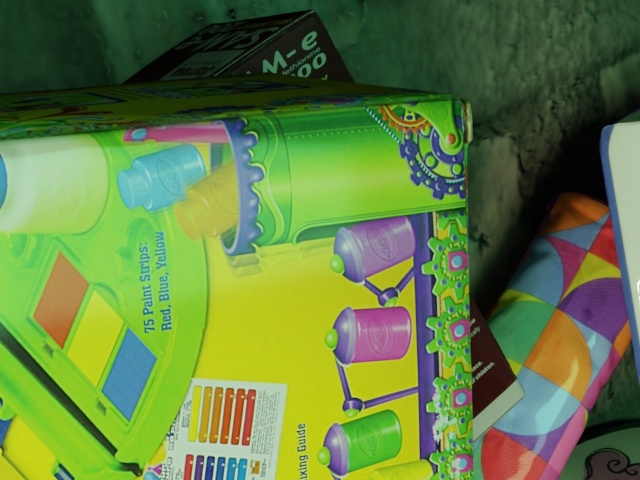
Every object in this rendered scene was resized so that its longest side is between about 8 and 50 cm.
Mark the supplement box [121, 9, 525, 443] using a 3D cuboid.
[{"bbox_3d":[0.000,0.000,0.619,0.073,0.130,0.239,-38,112,-19],"label":"supplement box"}]

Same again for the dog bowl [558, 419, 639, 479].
[{"bbox_3d":[0.246,0.336,0.775,0.408,0.150,0.408,-3,96,-29],"label":"dog bowl"}]

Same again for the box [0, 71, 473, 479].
[{"bbox_3d":[-0.105,0.095,0.421,0.279,0.177,0.290,-7,103,-23],"label":"box"}]

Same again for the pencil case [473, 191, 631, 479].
[{"bbox_3d":[0.129,0.085,0.720,0.104,0.104,0.236,40,78,-26],"label":"pencil case"}]

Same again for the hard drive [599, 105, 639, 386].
[{"bbox_3d":[0.275,-0.010,0.746,0.318,0.040,0.210,-27,109,-49],"label":"hard drive"}]
